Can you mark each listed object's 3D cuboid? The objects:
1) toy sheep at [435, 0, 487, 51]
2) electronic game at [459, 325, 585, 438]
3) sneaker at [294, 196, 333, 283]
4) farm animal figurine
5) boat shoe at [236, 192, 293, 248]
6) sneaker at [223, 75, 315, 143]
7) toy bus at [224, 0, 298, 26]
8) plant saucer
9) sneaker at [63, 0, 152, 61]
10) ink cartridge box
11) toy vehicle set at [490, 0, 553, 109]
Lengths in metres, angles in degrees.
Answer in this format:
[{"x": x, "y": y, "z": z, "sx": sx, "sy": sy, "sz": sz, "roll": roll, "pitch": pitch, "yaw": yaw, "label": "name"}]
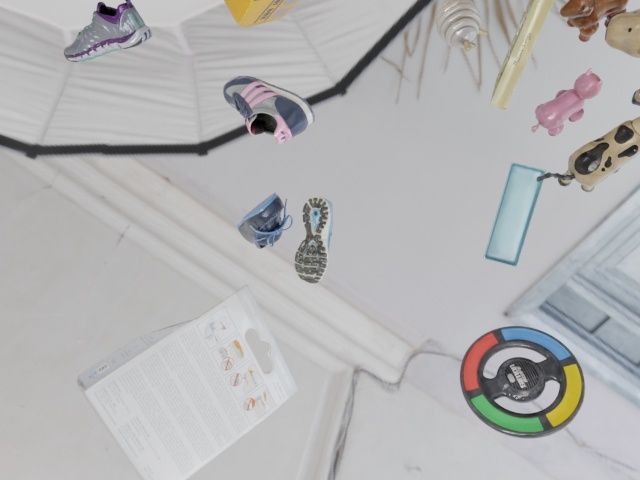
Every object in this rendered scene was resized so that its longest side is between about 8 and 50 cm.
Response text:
[{"x": 0.259, "y": -0.401, "z": 1.137, "sx": 0.091, "sy": 0.091, "sz": 0.132, "roll": 12, "pitch": -131, "yaw": -38, "label": "toy sheep"}, {"x": 0.383, "y": 0.265, "z": 1.172, "sx": 0.229, "sy": 0.048, "sz": 0.229, "roll": -6, "pitch": -129, "yaw": 8, "label": "electronic game"}, {"x": 0.000, "y": 0.000, "z": 1.111, "sx": 0.063, "sy": 0.162, "sz": 0.073, "roll": 15, "pitch": -167, "yaw": 19, "label": "sneaker"}, {"x": 0.472, "y": -0.237, "z": 0.856, "sx": 0.172, "sy": 0.326, "sz": 0.331, "roll": 48, "pitch": -136, "yaw": -75, "label": "farm animal figurine"}, {"x": -0.111, "y": -0.038, "z": 1.325, "sx": 0.089, "sy": 0.109, "sz": 0.258, "roll": 51, "pitch": 168, "yaw": -3, "label": "boat shoe"}, {"x": -0.169, "y": -0.339, "z": 1.591, "sx": 0.318, "sy": 0.112, "sz": 0.131, "roll": 25, "pitch": -120, "yaw": 38, "label": "sneaker"}, {"x": -0.027, "y": -0.401, "z": 0.765, "sx": 0.130, "sy": 0.332, "sz": 0.108, "roll": -28, "pitch": -89, "yaw": -37, "label": "toy bus"}, {"x": 0.369, "y": -0.049, "z": 1.171, "sx": 0.067, "sy": 0.192, "sz": 0.018, "roll": 15, "pitch": -167, "yaw": 7, "label": "plant saucer"}, {"x": -0.456, "y": -0.442, "z": 1.275, "sx": 0.083, "sy": 0.223, "sz": 0.098, "roll": -65, "pitch": -39, "yaw": -50, "label": "sneaker"}, {"x": -0.268, "y": 0.310, "z": 1.316, "sx": 0.384, "sy": 0.091, "sz": 0.308, "roll": -34, "pitch": -65, "yaw": -25, "label": "ink cartridge box"}, {"x": 0.437, "y": -0.434, "z": 1.316, "sx": 0.035, "sy": 0.267, "sz": 0.166, "roll": 21, "pitch": -144, "yaw": 6, "label": "toy vehicle set"}]
